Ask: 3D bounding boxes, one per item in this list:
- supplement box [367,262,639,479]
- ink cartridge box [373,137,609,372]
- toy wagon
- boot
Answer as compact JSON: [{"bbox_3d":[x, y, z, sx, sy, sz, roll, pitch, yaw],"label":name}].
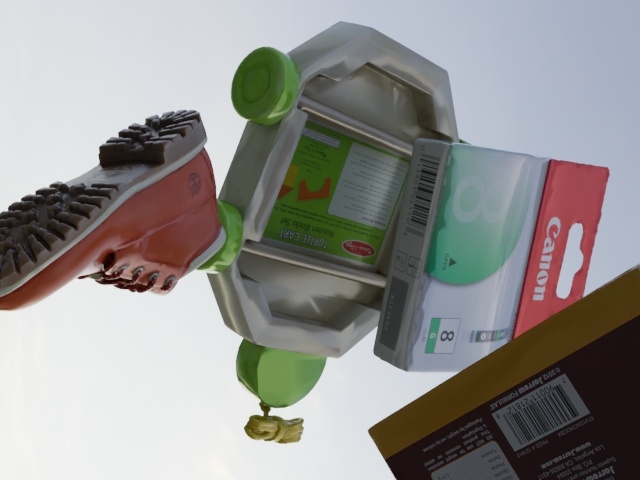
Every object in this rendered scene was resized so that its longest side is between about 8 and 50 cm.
[{"bbox_3d":[0.170,0.127,0.520,0.191,0.129,0.194,-39,-103,37],"label":"supplement box"},{"bbox_3d":[0.160,0.018,0.810,0.056,0.224,0.181,25,-73,58],"label":"ink cartridge box"},{"bbox_3d":[0.000,0.000,0.816,0.068,0.267,0.344,25,-84,43],"label":"toy wagon"},{"bbox_3d":[-0.102,0.004,0.487,0.059,0.158,0.085,7,-57,35],"label":"boot"}]
